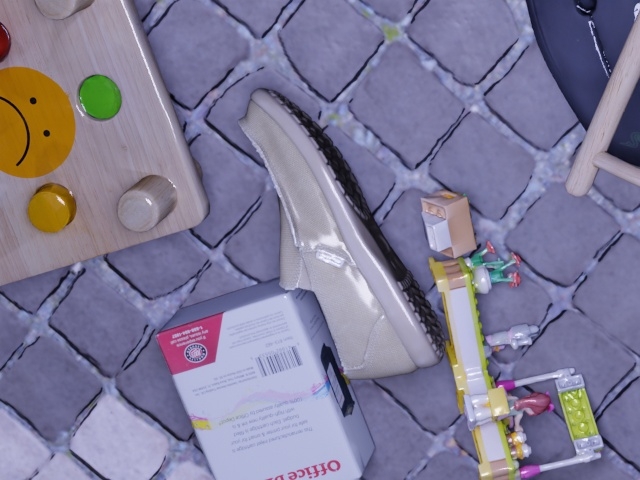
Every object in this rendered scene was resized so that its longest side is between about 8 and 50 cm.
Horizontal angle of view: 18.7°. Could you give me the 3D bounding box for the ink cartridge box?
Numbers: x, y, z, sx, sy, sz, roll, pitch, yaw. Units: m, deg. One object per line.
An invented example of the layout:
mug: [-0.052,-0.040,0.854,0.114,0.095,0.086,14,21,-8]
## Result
ink cartridge box: [-0.045,0.131,1.664,0.127,0.072,0.175,-18,102,17]

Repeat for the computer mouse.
computer mouse: [0.215,-0.161,1.501,0.188,0.072,0.272,-25,103,35]

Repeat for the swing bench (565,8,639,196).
swing bench: [0.331,-0.140,1.380,0.165,0.253,0.254,30,119,48]

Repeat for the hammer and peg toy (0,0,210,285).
hammer and peg toy: [-0.269,-0.147,1.605,0.266,0.127,0.361,-17,102,19]

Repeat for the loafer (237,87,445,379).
loafer: [0.000,0.000,1.578,0.092,0.102,0.268,-32,82,10]

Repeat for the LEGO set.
LEGO set: [0.161,0.094,1.592,0.107,0.132,0.287,-12,80,-1]
